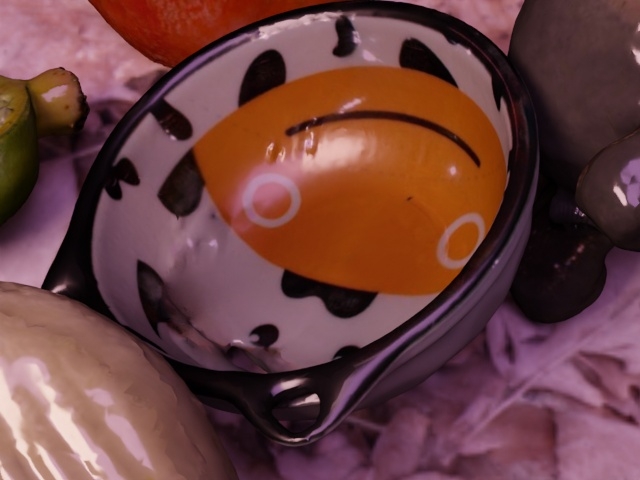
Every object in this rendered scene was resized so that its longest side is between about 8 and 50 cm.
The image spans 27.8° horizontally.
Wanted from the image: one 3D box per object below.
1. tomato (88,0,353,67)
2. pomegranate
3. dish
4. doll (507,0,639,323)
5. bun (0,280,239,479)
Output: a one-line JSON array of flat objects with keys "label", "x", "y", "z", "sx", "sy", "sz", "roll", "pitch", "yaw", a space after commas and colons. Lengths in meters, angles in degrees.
[{"label": "tomato", "x": -0.069, "y": -0.233, "z": 0.870, "sx": 0.237, "sy": 0.095, "sz": 0.237, "roll": 1, "pitch": 70, "yaw": -2}, {"label": "pomegranate", "x": -0.229, "y": -0.051, "z": 0.789, "sx": 0.169, "sy": 0.143, "sz": 0.122, "roll": -1, "pitch": 109, "yaw": -37}, {"label": "dish", "x": 0.000, "y": 0.000, "z": 0.749, "sx": 0.303, "sy": 0.120, "sz": 0.303, "roll": -12, "pitch": 51, "yaw": 15}, {"label": "doll", "x": 0.291, "y": -0.094, "z": 0.760, "sx": 0.378, "sy": 0.252, "sz": 0.382, "roll": 29, "pitch": 78, "yaw": 8}, {"label": "bun", "x": -0.177, "y": 0.201, "z": 0.621, "sx": 0.326, "sy": 0.234, "sz": 0.362, "roll": 21, "pitch": 83, "yaw": 17}]
